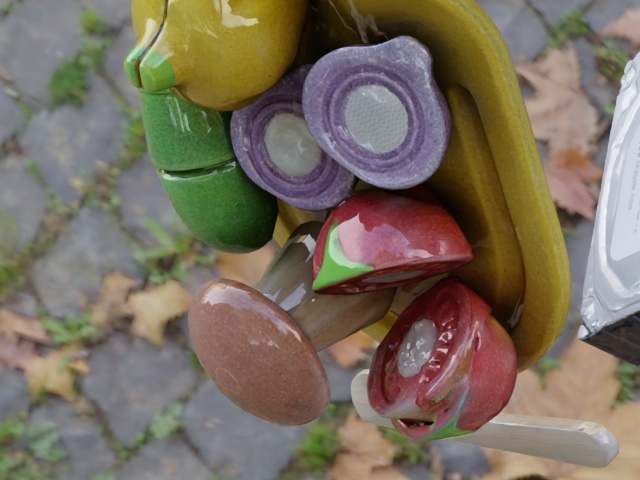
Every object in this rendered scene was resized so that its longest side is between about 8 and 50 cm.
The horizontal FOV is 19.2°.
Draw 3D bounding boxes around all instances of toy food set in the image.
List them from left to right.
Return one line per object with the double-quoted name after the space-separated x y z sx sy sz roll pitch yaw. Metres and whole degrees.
0.000 0.000 0.538 0.128 0.218 0.071 13 45 45 "toy food set"

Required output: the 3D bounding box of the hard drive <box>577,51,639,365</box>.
0.300 -0.071 1.223 0.339 0.064 0.237 -29 41 56 "hard drive"
